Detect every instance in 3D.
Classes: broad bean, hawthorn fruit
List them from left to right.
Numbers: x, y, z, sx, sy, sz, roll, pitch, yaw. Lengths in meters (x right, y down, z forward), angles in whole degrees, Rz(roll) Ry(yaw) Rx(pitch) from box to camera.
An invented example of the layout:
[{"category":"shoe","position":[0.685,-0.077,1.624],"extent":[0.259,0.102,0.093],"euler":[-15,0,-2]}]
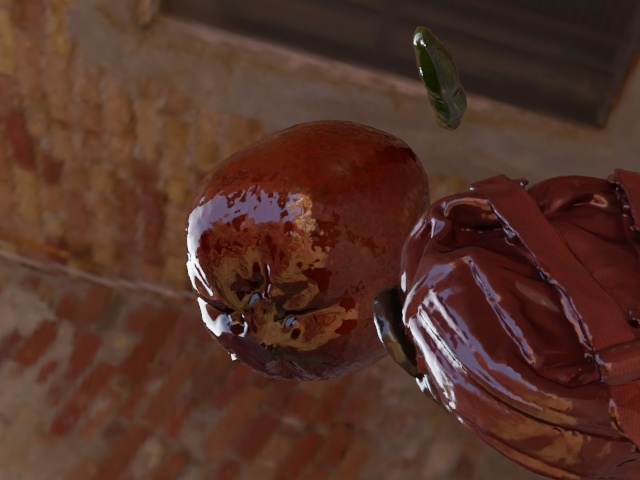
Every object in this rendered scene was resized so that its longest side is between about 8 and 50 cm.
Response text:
[{"category":"hawthorn fruit","position":[-0.004,0.004,1.686],"extent":[0.311,0.295,0.295],"euler":[-60,-6,-13]},{"category":"broad bean","position":[0.140,-0.168,1.713],"extent":[0.060,0.043,0.297],"euler":[65,-178,19]}]

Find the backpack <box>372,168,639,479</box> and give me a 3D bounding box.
[{"category":"backpack","position":[0.154,0.056,0.910],"extent":[0.229,0.229,0.139],"euler":[-66,-2,-57]}]
